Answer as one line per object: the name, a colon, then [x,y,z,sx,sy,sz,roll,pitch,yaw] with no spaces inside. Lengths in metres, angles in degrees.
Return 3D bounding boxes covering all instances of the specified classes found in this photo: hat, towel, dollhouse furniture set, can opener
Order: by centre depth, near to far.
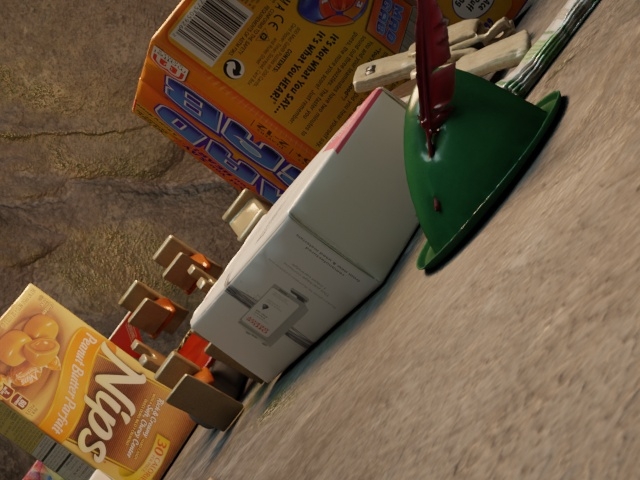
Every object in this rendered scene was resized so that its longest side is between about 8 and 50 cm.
hat: [0.075,-0.111,1.043,0.208,0.183,0.173,-52,4,10]
towel: [0.222,-0.200,1.260,0.152,0.023,0.113,-52,5,4]
dollhouse furniture set: [-0.107,0.080,1.608,0.259,0.135,0.262,-52,31,7]
can opener: [-0.149,0.165,1.751,0.076,0.095,0.283,-53,4,10]

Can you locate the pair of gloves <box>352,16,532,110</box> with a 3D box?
pair of gloves: [0.135,-0.189,1.453,0.204,0.042,0.240,-24,19,8]

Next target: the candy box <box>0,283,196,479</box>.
candy box: [-0.345,0.228,1.839,0.087,0.316,0.183,-50,5,48]

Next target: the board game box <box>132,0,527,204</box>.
board game box: [-0.003,-0.251,1.797,0.356,0.356,0.356,-55,4,-15]

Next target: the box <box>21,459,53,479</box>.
box: [-0.421,0.382,2.501,0.142,0.154,0.300,-49,5,38]

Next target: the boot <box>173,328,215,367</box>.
boot: [-0.240,0.246,2.193,0.236,0.089,0.269,-52,1,-13]

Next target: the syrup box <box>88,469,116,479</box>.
syrup box: [-0.274,0.370,1.459,0.093,0.096,0.237,-51,6,22]

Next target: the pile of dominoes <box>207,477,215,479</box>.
pile of dominoes: [-0.186,0.332,1.209,0.251,0.040,0.196,-54,4,-3]

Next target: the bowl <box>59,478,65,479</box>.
bowl: [-0.421,0.454,1.925,0.289,0.156,0.289,-53,5,6]

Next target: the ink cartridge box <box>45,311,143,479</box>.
ink cartridge box: [-0.337,0.293,2.105,0.261,0.066,0.296,-53,-21,-26]

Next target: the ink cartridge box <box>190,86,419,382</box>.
ink cartridge box: [0.000,0.000,1.372,0.207,0.117,0.283,-56,6,-36]
